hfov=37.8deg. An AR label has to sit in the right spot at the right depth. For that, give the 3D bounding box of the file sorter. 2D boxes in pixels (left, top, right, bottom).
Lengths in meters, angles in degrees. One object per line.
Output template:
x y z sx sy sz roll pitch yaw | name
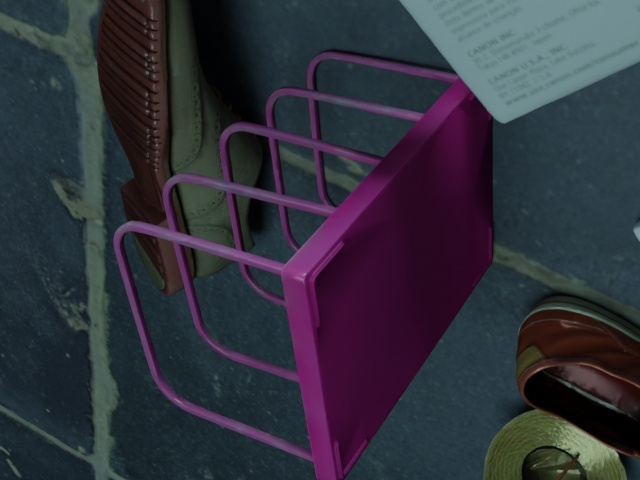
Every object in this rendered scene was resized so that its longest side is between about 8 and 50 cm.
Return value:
0.000 0.000 0.757 0.182 0.291 0.202 16 133 28 | file sorter

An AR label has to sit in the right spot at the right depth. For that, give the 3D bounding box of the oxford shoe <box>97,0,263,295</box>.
-0.125 -0.110 0.884 0.123 0.130 0.348 48 149 38 | oxford shoe

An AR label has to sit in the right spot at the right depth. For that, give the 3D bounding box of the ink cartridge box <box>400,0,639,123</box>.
0.111 -0.265 0.422 0.308 0.091 0.385 -23 121 38 | ink cartridge box

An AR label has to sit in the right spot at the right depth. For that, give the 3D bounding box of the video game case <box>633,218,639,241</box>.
0.348 0.021 0.727 0.157 0.019 0.143 -23 110 45 | video game case

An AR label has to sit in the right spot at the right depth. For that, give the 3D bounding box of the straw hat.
0.238 0.242 0.956 0.144 0.144 0.061 27 178 13 | straw hat

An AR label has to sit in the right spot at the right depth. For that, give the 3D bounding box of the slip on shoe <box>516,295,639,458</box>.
0.318 0.162 0.808 0.331 0.101 0.123 26 134 12 | slip on shoe
